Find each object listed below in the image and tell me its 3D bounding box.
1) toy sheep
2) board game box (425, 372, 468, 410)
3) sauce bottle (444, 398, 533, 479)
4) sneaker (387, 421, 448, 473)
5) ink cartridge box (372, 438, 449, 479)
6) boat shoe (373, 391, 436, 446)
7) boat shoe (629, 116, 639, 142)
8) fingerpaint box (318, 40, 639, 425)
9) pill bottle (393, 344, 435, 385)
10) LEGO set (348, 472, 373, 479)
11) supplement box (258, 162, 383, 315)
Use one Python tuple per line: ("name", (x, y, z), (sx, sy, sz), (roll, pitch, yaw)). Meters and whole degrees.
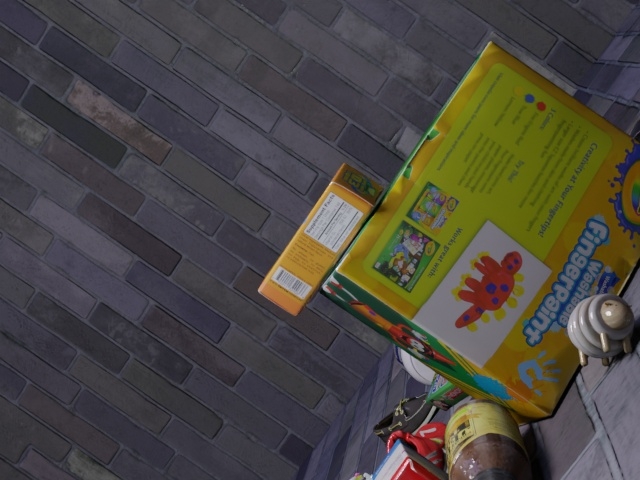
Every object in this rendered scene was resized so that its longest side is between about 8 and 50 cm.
("toy sheep", (0.366, 0.116, 1.509), (0.091, 0.091, 0.132), (-56, 4, -31))
("board game box", (0.281, 0.130, 2.043), (0.213, 0.046, 0.317), (119, 173, -67))
("sauce bottle", (0.222, 0.299, 1.513), (0.111, 0.111, 0.344), (-55, 0, 7))
("sneaker", (0.171, 0.359, 1.965), (0.107, 0.118, 0.279), (-55, 1, 10))
("ink cartridge box", (0.154, 0.373, 1.670), (0.078, 0.134, 0.231), (-54, 0, -1))
("boat shoe", (0.182, 0.380, 2.464), (0.081, 0.069, 0.227), (-56, 1, -40))
("boat shoe", (0.580, -0.189, 1.936), (0.065, 0.075, 0.206), (-52, 3, -40))
("fingerpaint box", (0.275, -0.008, 1.741), (0.444, 0.371, 0.163), (-56, 0, -18))
("pill bottle", (0.238, 0.227, 2.415), (0.153, 0.153, 0.265), (-55, 1, -2))
("LEGO set", (0.038, 0.531, 2.119), (0.287, 0.132, 0.107), (-54, -7, -36))
("supplement box", (0.000, 0.000, 1.711), (0.233, 0.080, 0.078), (-53, 4, 29))
